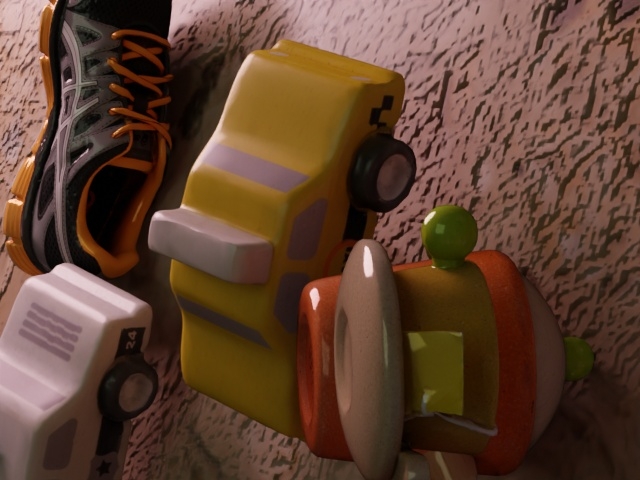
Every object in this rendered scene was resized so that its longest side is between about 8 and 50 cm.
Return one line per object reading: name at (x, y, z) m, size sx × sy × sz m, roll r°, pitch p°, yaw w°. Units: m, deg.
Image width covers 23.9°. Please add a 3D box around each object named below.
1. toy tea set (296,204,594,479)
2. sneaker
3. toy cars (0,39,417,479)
toy tea set at (0.064, 0.149, 0.597) m, size 0.200 × 0.124 × 0.336 m, roll -148°, pitch 57°, yaw -80°
sneaker at (-0.119, -0.075, 0.887) m, size 0.083 × 0.084 × 0.214 m, roll 18°, pitch 99°, yaw 44°
toy cars at (-0.095, 0.057, 0.770) m, size 0.394 × 0.087 × 0.176 m, roll -41°, pitch 65°, yaw 35°
